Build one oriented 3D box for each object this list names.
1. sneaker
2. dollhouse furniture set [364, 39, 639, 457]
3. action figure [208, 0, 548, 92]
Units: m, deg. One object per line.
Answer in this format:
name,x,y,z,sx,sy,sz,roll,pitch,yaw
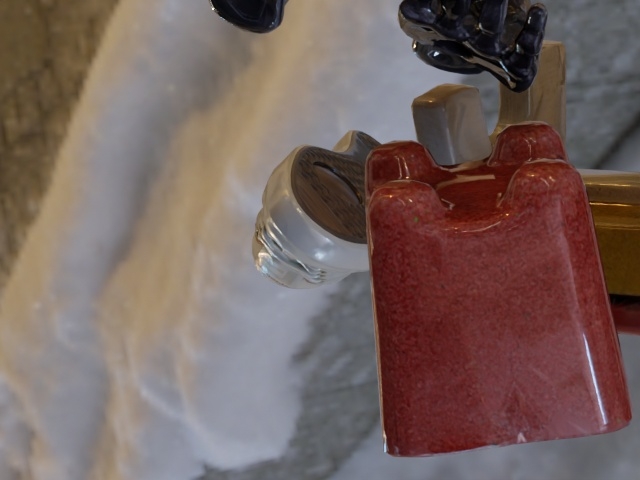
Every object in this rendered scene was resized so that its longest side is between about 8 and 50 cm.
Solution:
sneaker,0.000,0.000,1.293,0.106,0.290,0.123,43,103,4
dollhouse furniture set,0.167,0.046,0.413,0.374,0.201,0.152,4,110,37
action figure,0.066,-0.178,0.505,0.275,0.164,0.141,-66,4,-25
